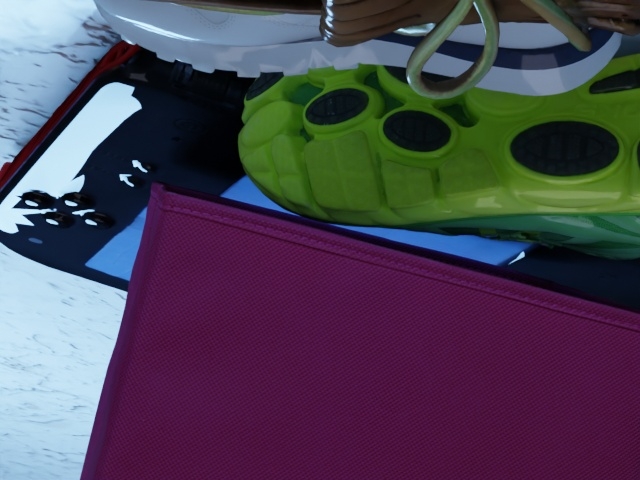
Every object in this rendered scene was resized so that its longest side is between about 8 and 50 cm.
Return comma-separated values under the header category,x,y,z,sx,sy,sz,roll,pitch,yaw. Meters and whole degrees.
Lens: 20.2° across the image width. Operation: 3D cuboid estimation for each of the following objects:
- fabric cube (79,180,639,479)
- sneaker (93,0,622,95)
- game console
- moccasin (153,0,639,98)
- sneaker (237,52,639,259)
category,x,y,z,sx,sy,sz,roll,pitch,yaw
fabric cube,0.006,0.124,0.936,0.254,0.258,0.259,13,-178,-7
sneaker,0.009,-0.124,0.736,0.235,0.090,0.095,3,148,17
game console,0.000,0.000,1.138,0.386,0.060,0.342,18,162,-19
moccasin,0.019,-0.121,0.586,0.380,0.147,0.139,12,140,11
sneaker,0.097,-0.034,0.879,0.295,0.109,0.123,6,157,21
